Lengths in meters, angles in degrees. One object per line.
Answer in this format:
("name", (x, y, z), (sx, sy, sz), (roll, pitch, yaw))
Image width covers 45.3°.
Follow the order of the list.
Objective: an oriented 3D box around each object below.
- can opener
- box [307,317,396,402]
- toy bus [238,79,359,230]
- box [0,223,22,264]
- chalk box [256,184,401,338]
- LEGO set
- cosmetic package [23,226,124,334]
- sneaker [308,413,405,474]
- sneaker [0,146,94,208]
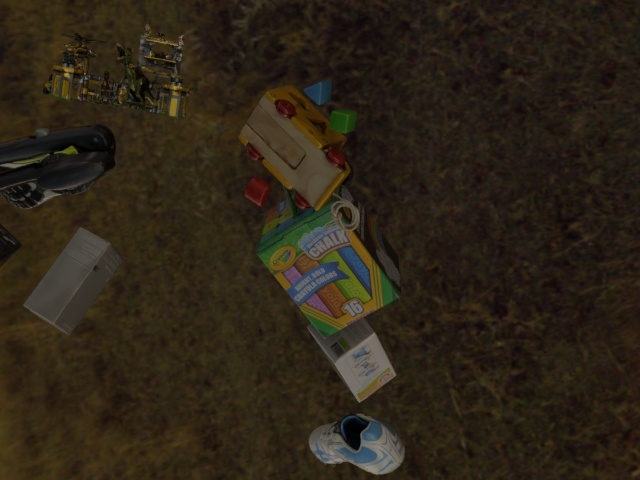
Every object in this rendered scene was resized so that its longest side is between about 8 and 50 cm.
("can opener", (-0.284, -0.075, 0.735), (0.073, 0.186, 0.059), (-65, -32, -77))
("box", (0.069, 0.233, 1.606), (0.114, 0.103, 0.203), (49, 172, 38))
("toy bus", (-0.013, -0.127, 1.091), (0.191, 0.104, 0.202), (4, 110, 32))
("box", (-0.746, 0.049, 1.499), (0.163, 0.247, 0.142), (45, -174, -9))
("chalk box", (0.000, 0.000, 1.436), (0.289, 0.179, 0.180), (53, -162, -19))
("LEGO set", (-0.420, -0.385, 1.656), (0.255, 0.331, 0.192), (-112, 31, -79))
("cosmetic package", (-0.606, 0.102, 1.895), (0.107, 0.238, 0.127), (26, 164, 10))
("sneaker", (0.045, 0.300, 1.178), (0.086, 0.085, 0.237), (58, 153, -7))
("sneaker", (-0.531, -0.143, 1.507), (0.300, 0.121, 0.111), (-5, 125, 28))
